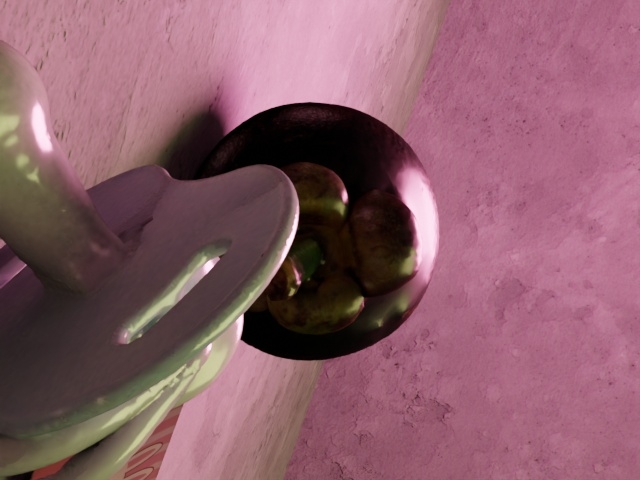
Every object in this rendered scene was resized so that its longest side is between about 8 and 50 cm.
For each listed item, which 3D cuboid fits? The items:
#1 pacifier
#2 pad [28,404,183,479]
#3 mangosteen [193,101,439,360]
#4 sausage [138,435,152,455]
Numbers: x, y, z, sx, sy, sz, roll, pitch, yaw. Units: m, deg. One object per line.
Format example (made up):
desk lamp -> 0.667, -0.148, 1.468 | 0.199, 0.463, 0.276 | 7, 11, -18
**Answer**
pacifier -> -0.165, -0.005, 0.540 | 0.244, 0.299, 0.233 | -43, 118, -31
pad -> -0.225, 0.252, 0.959 | 0.202, 0.005, 0.300 | -18, 138, -53
mangosteen -> 0.004, -0.011, 1.056 | 0.313, 0.297, 0.297 | -9, -129, 56
sausage -> -0.206, 0.180, 0.999 | 0.076, 0.076, 0.141 | -58, 163, -49
